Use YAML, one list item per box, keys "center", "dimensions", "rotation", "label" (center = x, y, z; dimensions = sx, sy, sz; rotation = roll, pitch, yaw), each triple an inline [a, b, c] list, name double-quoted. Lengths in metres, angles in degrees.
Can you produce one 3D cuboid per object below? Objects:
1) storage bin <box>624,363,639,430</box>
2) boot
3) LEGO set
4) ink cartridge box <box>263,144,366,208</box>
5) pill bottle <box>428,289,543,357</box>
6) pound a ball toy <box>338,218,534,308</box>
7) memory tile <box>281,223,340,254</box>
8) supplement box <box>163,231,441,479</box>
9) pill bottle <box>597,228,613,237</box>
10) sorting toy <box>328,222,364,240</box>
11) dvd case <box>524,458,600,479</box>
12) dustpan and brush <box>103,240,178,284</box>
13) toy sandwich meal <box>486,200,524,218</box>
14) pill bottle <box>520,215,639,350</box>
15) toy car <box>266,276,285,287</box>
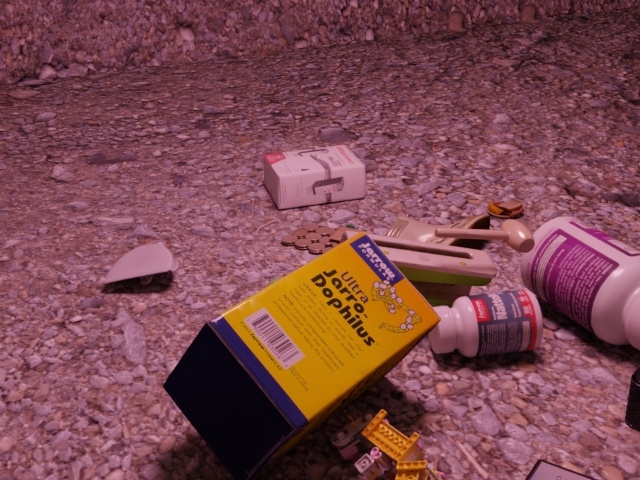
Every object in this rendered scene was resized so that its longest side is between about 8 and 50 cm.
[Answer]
- center: [0.566, 0.231, 1.450]
  dimensions: [0.122, 0.084, 0.180]
  rotation: [17, 32, 33]
  label: "storage bin"
- center: [0.250, -0.016, 1.973]
  dimensions: [0.165, 0.077, 0.213]
  rotation: [18, 35, 37]
  label: "boot"
- center: [0.114, 0.345, 1.262]
  dimensions: [0.132, 0.107, 0.287]
  rotation: [-36, 32, 8]
  label: "LEGO set"
- center: [-0.015, -0.156, 2.249]
  dimensions: [0.217, 0.092, 0.158]
  rotation: [-7, 27, -16]
  label: "ink cartridge box"
- center: [0.282, 0.146, 1.606]
  dimensions: [0.180, 0.108, 0.108]
  rotation: [-6, 27, -9]
  label: "pill bottle"
- center: [0.197, 0.033, 1.674]
  dimensions: [0.319, 0.208, 0.136]
  rotation: [7, 26, -12]
  label: "pound a ball toy"
- center: [0.000, 0.000, 2.020]
  dimensions: [0.148, 0.012, 0.113]
  rotation: [17, 31, 33]
  label: "memory tile"
- center: [-0.022, 0.168, 1.401]
  dimensions: [0.195, 0.194, 0.356]
  rotation: [49, 45, 12]
  label: "supplement box"
- center: [0.568, 0.044, 1.825]
  dimensions: [0.086, 0.086, 0.152]
  rotation: [-7, 27, -11]
  label: "pill bottle"
- center: [0.062, -0.016, 2.019]
  dimensions: [0.062, 0.012, 0.083]
  rotation: [7, 30, 27]
  label: "sorting toy"
- center: [0.373, 0.384, 1.217]
  dimensions: [0.253, 0.022, 0.180]
  rotation: [15, 31, 30]
  label: "dvd case"
- center: [-0.353, 0.039, 1.920]
  dimensions: [0.147, 0.060, 0.211]
  rotation: [-11, 32, 9]
  label: "dustpan and brush"
- center: [0.425, -0.077, 2.138]
  dimensions: [0.085, 0.029, 0.085]
  rotation: [-1, 26, 0]
  label: "toy sandwich meal"
- center: [0.512, 0.084, 1.656]
  dimensions: [0.169, 0.169, 0.301]
  rotation: [-13, 29, -23]
  label: "pill bottle"
- center: [-0.042, 0.119, 1.734]
  dimensions: [0.239, 0.053, 0.225]
  rotation: [-13, 29, -24]
  label: "toy car"
